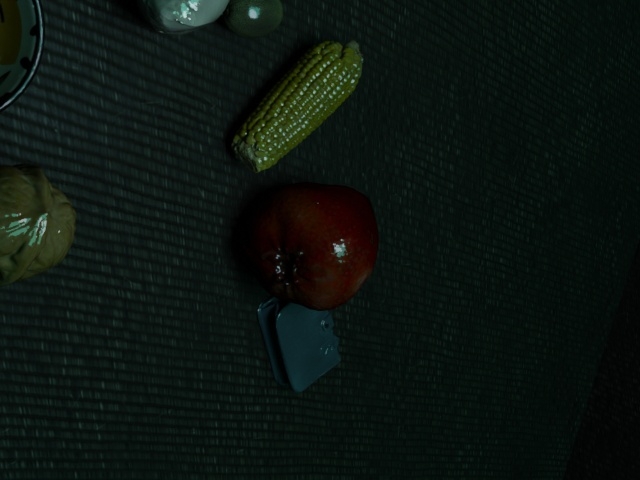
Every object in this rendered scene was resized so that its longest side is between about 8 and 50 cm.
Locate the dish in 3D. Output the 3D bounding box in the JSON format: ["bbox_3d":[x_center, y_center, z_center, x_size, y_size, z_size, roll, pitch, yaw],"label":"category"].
[{"bbox_3d":[-0.548,-0.305,1.348,0.303,0.120,0.303,-17,115,-41],"label":"dish"}]

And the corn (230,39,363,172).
[{"bbox_3d":[-0.041,-0.277,1.865,0.347,0.130,0.130,-47,131,-18],"label":"corn"}]

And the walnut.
[{"bbox_3d":[-0.479,-0.026,1.450,0.213,0.213,0.213,-17,115,-41],"label":"walnut"}]

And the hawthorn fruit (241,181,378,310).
[{"bbox_3d":[0.000,0.000,1.920,0.307,0.265,0.265,-35,129,-59],"label":"hawthorn fruit"}]

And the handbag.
[{"bbox_3d":[-0.037,0.206,2.075,0.179,0.062,0.229,-33,125,-33],"label":"handbag"}]

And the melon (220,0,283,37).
[{"bbox_3d":[-0.126,-0.425,1.747,0.130,0.098,0.098,-8,109,-48],"label":"melon"}]

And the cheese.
[{"bbox_3d":[-0.223,-0.437,1.574,0.154,0.198,0.189,10,96,-16],"label":"cheese"}]
